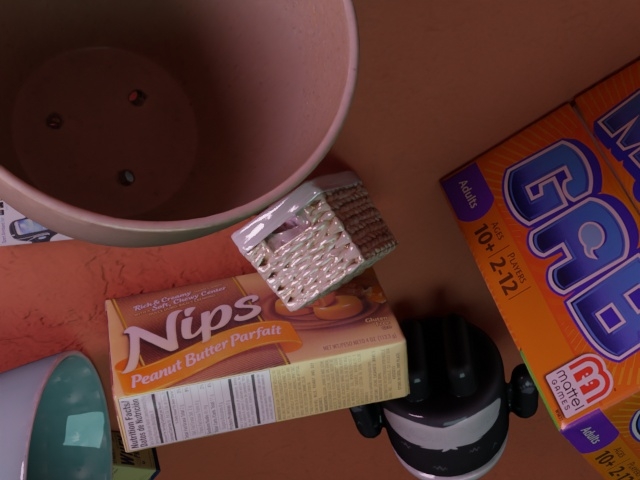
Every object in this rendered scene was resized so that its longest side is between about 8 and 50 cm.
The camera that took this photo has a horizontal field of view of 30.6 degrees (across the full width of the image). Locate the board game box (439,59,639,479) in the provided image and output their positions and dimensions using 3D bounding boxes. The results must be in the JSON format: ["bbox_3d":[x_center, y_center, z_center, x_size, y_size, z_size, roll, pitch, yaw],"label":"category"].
[{"bbox_3d":[0.414,0.052,1.338,0.356,0.356,0.356,-31,140,13],"label":"board game box"}]

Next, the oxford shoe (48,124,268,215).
[{"bbox_3d":[-0.158,-0.094,1.149,0.271,0.097,0.098,5,117,-37],"label":"oxford shoe"}]

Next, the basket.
[{"bbox_3d":[0.000,0.000,1.240,0.113,0.103,0.167,-35,174,18],"label":"basket"}]

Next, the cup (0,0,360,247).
[{"bbox_3d":[-0.160,-0.129,0.957,0.331,0.331,0.237,-5,164,-19],"label":"cup"}]

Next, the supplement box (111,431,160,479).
[{"bbox_3d":[-0.273,0.302,1.562,0.083,0.056,0.083,15,129,-36],"label":"supplement box"}]

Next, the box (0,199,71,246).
[{"bbox_3d":[-0.297,-0.032,1.193,0.136,0.028,0.081,-4,138,-16],"label":"box"}]

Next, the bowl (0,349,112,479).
[{"bbox_3d":[-0.360,0.280,1.348,0.163,0.311,0.311,0,140,6],"label":"bowl"}]

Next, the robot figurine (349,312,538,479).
[{"bbox_3d":[0.164,0.210,1.563,0.173,0.209,0.278,-49,147,-25],"label":"robot figurine"}]

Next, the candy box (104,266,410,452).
[{"bbox_3d":[-0.076,0.120,1.316,0.316,0.183,0.087,-11,122,-7],"label":"candy box"}]
